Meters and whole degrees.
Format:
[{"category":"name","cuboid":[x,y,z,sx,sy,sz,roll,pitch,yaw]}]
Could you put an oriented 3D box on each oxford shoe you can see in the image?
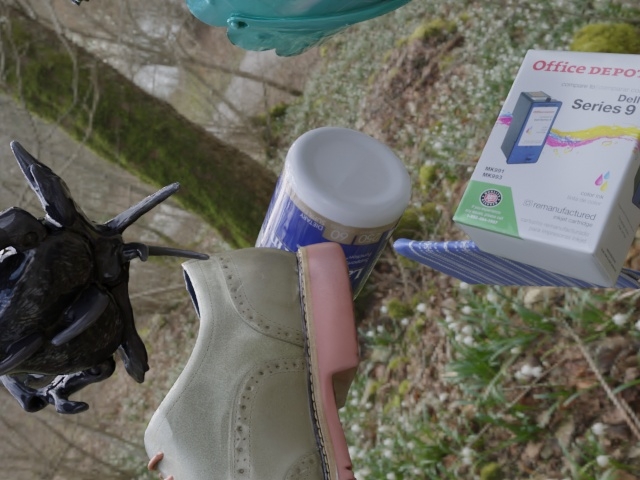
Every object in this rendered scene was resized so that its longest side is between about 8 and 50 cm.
[{"category":"oxford shoe","cuboid":[-0.046,0.177,0.481,0.140,0.147,0.396,97,173,-51]}]

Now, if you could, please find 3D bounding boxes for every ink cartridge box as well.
[{"category":"ink cartridge box","cuboid":[0.254,-0.080,0.718,0.154,0.093,0.212,19,77,41]}]

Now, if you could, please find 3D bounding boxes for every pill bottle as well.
[{"category":"pill bottle","cuboid":[0.000,0.000,0.892,0.264,0.153,0.153,114,151,-46]}]

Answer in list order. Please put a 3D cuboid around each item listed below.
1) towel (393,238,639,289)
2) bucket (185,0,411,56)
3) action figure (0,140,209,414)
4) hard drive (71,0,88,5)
[{"category":"towel","cuboid":[0.316,0.032,1.157,0.336,0.243,0.040,-2,73,48]},{"category":"bucket","cuboid":[-0.006,-0.332,0.675,0.183,0.281,0.281,-6,81,52]},{"category":"action figure","cuboid":[-0.196,0.048,0.351,0.141,0.276,0.164,24,139,37]},{"category":"hard drive","cuboid":[-0.490,-0.488,1.031,0.064,0.237,0.339,-63,-6,-7]}]
